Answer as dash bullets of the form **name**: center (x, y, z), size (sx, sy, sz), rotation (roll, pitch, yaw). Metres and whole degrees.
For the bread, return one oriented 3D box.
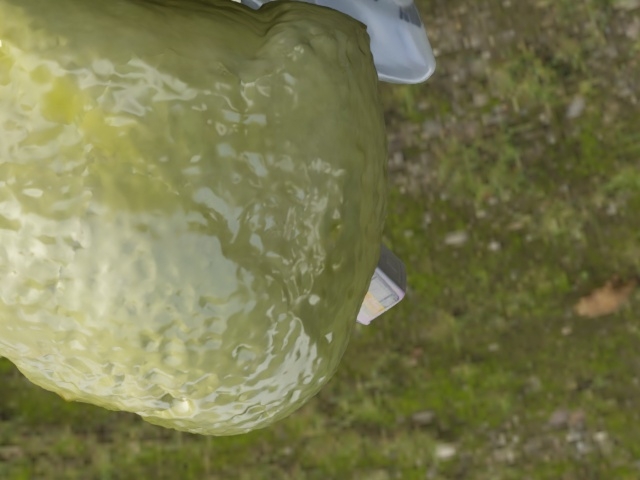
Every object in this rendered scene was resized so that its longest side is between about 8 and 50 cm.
- **bread**: center (-0.114, -0.028, 0.845), size (0.320, 0.237, 0.320), rotation (11, 179, 0)

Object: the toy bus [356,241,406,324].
- **toy bus**: center (0.000, 0.000, 1.360), size (0.072, 0.057, 0.172), rotation (-32, 121, 24)

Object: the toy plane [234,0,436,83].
- **toy plane**: center (-0.036, -0.177, 1.009), size (0.255, 0.251, 0.101), rotation (40, 121, -9)
